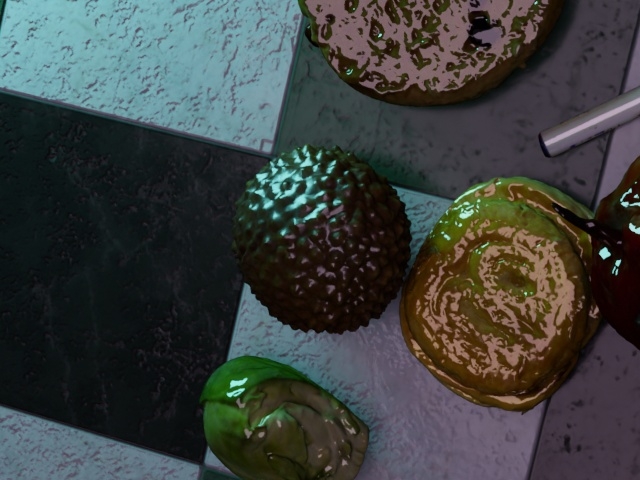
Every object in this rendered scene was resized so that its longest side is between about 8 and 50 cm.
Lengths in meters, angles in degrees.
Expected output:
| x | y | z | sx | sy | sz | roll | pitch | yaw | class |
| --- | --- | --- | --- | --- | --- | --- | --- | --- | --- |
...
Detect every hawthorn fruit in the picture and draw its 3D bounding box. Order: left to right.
| x | y | z | sx | sy | sz | roll | pitch | yaw | class |
| --- | --- | --- | --- | --- | --- | --- | --- | --- | --- |
| 0.357 | -0.001 | 1.595 | 0.300 | 0.254 | 0.254 | 20 | 98 | -13 | hawthorn fruit |

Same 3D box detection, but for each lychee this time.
| x | y | z | sx | sy | sz | roll | pitch | yaw | class |
| --- | --- | --- | --- | --- | --- | --- | --- | --- | --- |
| 0.000 | 0.000 | 1.758 | 0.200 | 0.238 | 0.200 | 3 | 83 | -25 | lychee |

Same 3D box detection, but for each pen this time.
| x | y | z | sx | sy | sz | roll | pitch | yaw | class |
| --- | --- | --- | --- | --- | --- | --- | --- | --- | --- |
| 0.346 | -0.153 | 1.729 | 0.269 | 0.033 | 0.033 | -25 | 84 | 15 | pen |

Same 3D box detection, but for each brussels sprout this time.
| x | y | z | sx | sy | sz | roll | pitch | yaw | class |
| --- | --- | --- | --- | --- | --- | --- | --- | --- | --- |
| -0.045 | 0.195 | 1.799 | 0.183 | 0.145 | 0.131 | 31 | 71 | -27 | brussels sprout |

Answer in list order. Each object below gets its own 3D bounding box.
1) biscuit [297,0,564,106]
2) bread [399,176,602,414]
| x | y | z | sx | sy | sz | roll | pitch | yaw | class |
| --- | --- | --- | --- | --- | --- | --- | --- | --- | --- |
| 0.117 | -0.278 | 1.769 | 0.296 | 0.075 | 0.296 | 1 | 95 | 15 | biscuit |
| 0.188 | 0.054 | 1.734 | 0.198 | 0.120 | 0.236 | 32 | 99 | 15 | bread |
